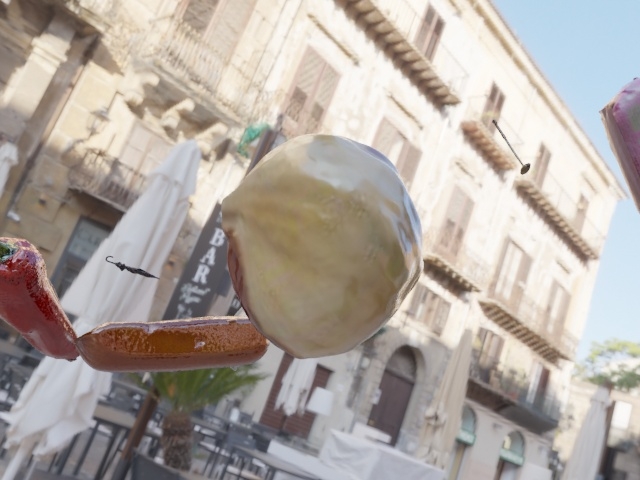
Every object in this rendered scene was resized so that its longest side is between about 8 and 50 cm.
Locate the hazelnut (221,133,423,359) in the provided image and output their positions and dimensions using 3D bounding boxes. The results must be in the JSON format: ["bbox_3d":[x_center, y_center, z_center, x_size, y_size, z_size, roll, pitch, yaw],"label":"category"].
[{"bbox_3d":[0.000,0.000,0.765,0.241,0.261,0.261,24,-14,11],"label":"hazelnut"}]

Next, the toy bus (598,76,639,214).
[{"bbox_3d":[0.569,-0.128,1.058,0.147,0.302,0.127,-22,-11,8],"label":"toy bus"}]

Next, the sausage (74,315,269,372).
[{"bbox_3d":[-0.247,0.185,1.155,0.349,0.094,0.097,-1,-31,-27],"label":"sausage"}]

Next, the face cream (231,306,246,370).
[{"bbox_3d":[-0.121,0.147,1.343,0.077,0.250,0.077,38,-14,11],"label":"face cream"}]

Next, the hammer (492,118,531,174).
[{"bbox_3d":[0.344,-0.172,1.190,0.014,0.123,0.029,-10,-29,-30],"label":"hammer"}]

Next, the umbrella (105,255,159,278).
[{"bbox_3d":[-0.385,0.060,1.341,0.122,0.022,0.013,30,26,-34],"label":"umbrella"}]

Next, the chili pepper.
[{"bbox_3d":[-0.500,0.098,1.120,0.110,0.110,0.387,15,-40,18],"label":"chili pepper"}]
